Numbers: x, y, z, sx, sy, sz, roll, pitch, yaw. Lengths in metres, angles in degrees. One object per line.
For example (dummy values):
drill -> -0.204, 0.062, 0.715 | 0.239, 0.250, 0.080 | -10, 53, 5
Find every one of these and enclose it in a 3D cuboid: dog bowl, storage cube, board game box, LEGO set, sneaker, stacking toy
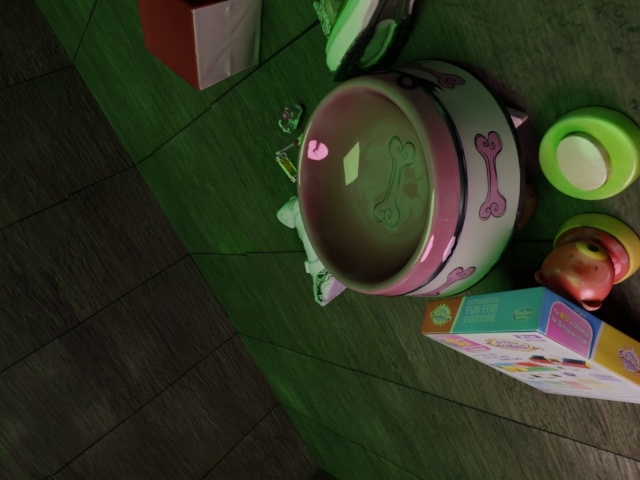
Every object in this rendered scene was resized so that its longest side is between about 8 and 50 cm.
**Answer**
dog bowl -> 0.109, -0.090, 0.755 | 0.408, 0.150, 0.408 | 18, 112, 53
storage cube -> -0.256, -0.476, 0.982 | 0.193, 0.183, 0.215 | 40, 147, 19
board game box -> 0.365, 0.178, 0.737 | 0.316, 0.064, 0.242 | 27, 158, -19
LEGO set -> 0.001, -0.171, 1.010 | 0.287, 0.107, 0.132 | 42, 148, 20
sneaker -> 0.069, -0.418, 0.631 | 0.182, 0.158, 0.410 | 58, 150, 13
stacking toy -> 0.306, -0.052, 0.682 | 0.309, 0.130, 0.280 | 25, 140, 40
sneaker -> 0.000, 0.000, 1.167 | 0.210, 0.137, 0.366 | 40, 142, 23
